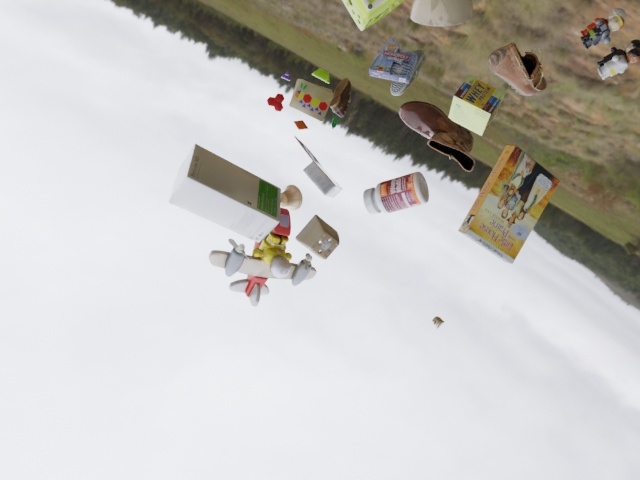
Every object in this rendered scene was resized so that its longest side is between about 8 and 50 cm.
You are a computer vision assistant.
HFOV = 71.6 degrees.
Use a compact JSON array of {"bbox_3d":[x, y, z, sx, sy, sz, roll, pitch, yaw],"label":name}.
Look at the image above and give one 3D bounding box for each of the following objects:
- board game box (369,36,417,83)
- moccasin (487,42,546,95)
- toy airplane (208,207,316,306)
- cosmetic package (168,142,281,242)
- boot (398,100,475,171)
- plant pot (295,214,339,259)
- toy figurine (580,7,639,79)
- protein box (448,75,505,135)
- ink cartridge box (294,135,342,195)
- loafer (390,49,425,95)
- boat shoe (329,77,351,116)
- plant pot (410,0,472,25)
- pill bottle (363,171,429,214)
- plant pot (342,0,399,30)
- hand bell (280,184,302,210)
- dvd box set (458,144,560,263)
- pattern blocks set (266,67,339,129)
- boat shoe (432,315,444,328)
[{"bbox_3d":[0.353,-0.858,2.101,0.194,0.194,0.060,16,168,14],"label":"board game box"},{"bbox_3d":[0.831,-0.700,1.804,0.380,0.147,0.139,13,-120,-39],"label":"moccasin"},{"bbox_3d":[-0.221,0.102,1.842,0.272,0.386,0.384,28,147,53],"label":"toy airplane"},{"bbox_3d":[-0.337,-0.164,1.619,0.365,0.155,0.197,26,-139,-30],"label":"cosmetic package"},{"bbox_3d":[0.337,-0.313,1.327,0.264,0.096,0.280,36,-148,-1],"label":"boot"},{"bbox_3d":[0.000,0.000,1.449,0.109,0.109,0.096,38,-173,-28],"label":"plant pot"},{"bbox_3d":[1.047,-0.705,1.587,0.213,0.148,0.209,55,-140,-9],"label":"toy figurine"},{"bbox_3d":[0.763,-0.660,2.186,0.199,0.136,0.201,34,170,16],"label":"protein box"},{"bbox_3d":[-0.023,-0.300,1.875,0.261,0.066,0.296,50,-172,3],"label":"ink cartridge box"},{"bbox_3d":[0.453,-0.834,2.247,0.087,0.251,0.094,25,-166,-50],"label":"loafer"},{"bbox_3d":[0.094,-0.607,1.892,0.073,0.073,0.207,40,-128,-29],"label":"boat shoe"},{"bbox_3d":[0.556,-1.120,2.011,0.284,0.191,0.284,-3,-135,3],"label":"plant pot"},{"bbox_3d":[0.276,-0.168,1.638,0.121,0.221,0.121,30,-127,-51],"label":"pill bottle"},{"bbox_3d":[0.189,-0.927,1.593,0.228,0.227,0.207,54,-168,-16],"label":"plant pot"},{"bbox_3d":[-0.206,-0.178,2.048,0.126,0.126,0.242,45,-143,19],"label":"hand bell"},{"bbox_3d":[0.808,-0.149,1.898,0.307,0.420,0.062,30,-179,-22],"label":"dvd box set"},{"bbox_3d":[-0.045,-0.636,2.006,0.324,0.285,0.026,33,-179,-6],"label":"pattern blocks set"},{"bbox_3d":[0.507,0.354,1.931,0.045,0.050,0.135,47,-179,18],"label":"boat shoe"}]
